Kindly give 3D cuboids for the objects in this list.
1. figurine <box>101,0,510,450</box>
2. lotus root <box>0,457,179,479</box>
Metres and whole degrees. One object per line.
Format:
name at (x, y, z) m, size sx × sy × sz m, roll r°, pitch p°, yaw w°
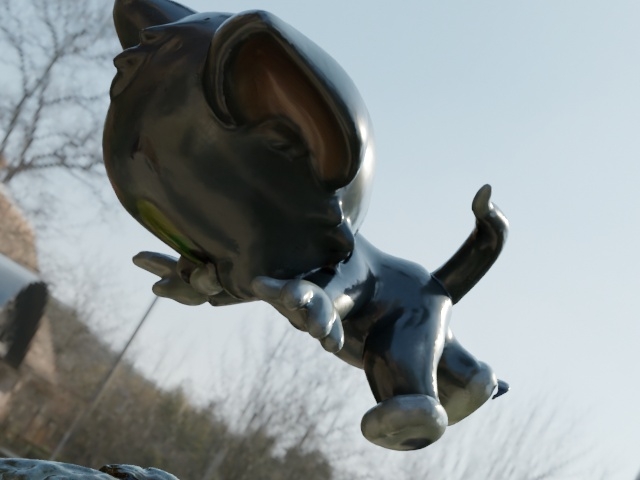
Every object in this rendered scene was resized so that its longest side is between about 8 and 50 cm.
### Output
figurine at (0.005, -0.001, 0.542) m, size 0.265 × 0.140 × 0.193 m, roll 31°, pitch 2°, yaw -19°
lotus root at (-0.265, 0.253, 0.912) m, size 0.349 × 0.175 × 0.175 m, roll -2°, pitch -20°, yaw 5°
